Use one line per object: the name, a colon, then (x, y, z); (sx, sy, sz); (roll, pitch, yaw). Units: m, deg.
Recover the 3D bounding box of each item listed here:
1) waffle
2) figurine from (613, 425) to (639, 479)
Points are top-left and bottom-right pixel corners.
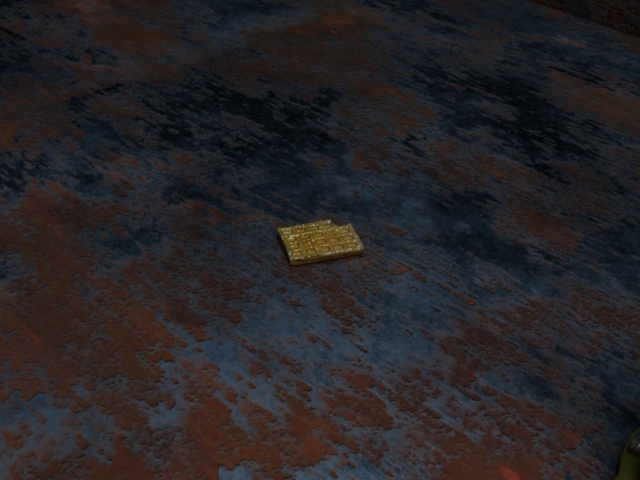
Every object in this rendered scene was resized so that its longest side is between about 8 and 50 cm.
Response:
waffle: (0.000, 0.000, 1.087); (0.135, 0.021, 0.092); (-10, 43, -18)
figurine: (0.517, 0.165, 0.694); (0.266, 0.378, 0.361); (18, 43, 13)
